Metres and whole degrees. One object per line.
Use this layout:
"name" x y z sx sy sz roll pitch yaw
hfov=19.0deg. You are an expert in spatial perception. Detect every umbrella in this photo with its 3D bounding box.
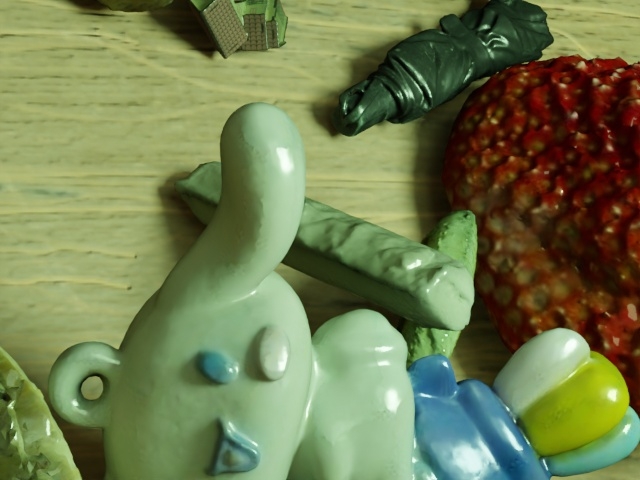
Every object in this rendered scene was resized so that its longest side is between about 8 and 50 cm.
"umbrella" 0.099 -0.140 1.549 0.066 0.059 0.235 47 50 14

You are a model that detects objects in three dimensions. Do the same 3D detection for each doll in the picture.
"doll" 0.002 0.147 1.196 0.365 0.376 0.187 24 33 -18

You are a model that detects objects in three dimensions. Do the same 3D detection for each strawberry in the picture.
"strawberry" 0.255 -0.015 1.490 0.351 0.267 0.312 33 59 13

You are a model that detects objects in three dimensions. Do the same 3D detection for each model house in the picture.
"model house" -0.063 -0.171 1.456 0.083 0.057 0.058 65 28 -54

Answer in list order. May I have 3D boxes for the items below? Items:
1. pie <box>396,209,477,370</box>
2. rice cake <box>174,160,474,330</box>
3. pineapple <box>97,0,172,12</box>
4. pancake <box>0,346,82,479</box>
"pie" 0.075 0.067 1.383 0.041 0.187 0.187 14 61 0
"rice cake" 0.000 0.000 1.330 0.057 0.256 0.052 27 87 -49
"pineapple" -0.123 -0.291 1.441 0.128 0.128 0.248 28 52 -20
"pancake" -0.322 0.178 1.089 0.387 0.082 0.387 3 69 -7
